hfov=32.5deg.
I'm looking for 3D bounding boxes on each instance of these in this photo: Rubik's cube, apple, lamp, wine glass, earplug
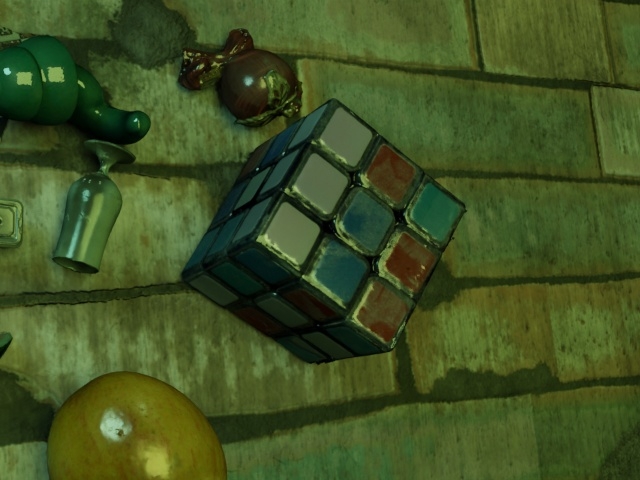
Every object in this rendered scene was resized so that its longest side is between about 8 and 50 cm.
[{"bbox_3d":[0.000,0.000,2.098,0.359,0.363,0.362,38,66,-14],"label":"Rubik's cube"},{"bbox_3d":[-0.316,0.372,1.874,0.299,0.299,0.275,-11,57,-32],"label":"apple"},{"bbox_3d":[-0.152,-0.311,2.217,0.223,0.151,0.215,34,45,29],"label":"lamp"},{"bbox_3d":[-0.418,-0.060,2.012,0.103,0.103,0.231,22,73,-25],"label":"wine glass"},{"bbox_3d":[-0.470,-0.251,1.967,0.280,0.164,0.257,-7,60,-43],"label":"earplug"}]

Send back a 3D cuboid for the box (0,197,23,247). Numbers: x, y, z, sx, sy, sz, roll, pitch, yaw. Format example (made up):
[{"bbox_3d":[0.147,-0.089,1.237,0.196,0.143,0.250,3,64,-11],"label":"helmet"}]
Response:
[{"bbox_3d":[-0.588,-0.029,1.925,0.122,0.062,0.089,6,76,-31],"label":"box"}]

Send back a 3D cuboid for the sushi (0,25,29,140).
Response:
[{"bbox_3d":[-0.641,-0.313,1.967,0.220,0.047,0.231,22,68,-25],"label":"sushi"}]

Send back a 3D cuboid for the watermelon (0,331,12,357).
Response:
[{"bbox_3d":[-0.586,0.195,1.870,0.155,0.101,0.080,-10,73,-42],"label":"watermelon"}]
